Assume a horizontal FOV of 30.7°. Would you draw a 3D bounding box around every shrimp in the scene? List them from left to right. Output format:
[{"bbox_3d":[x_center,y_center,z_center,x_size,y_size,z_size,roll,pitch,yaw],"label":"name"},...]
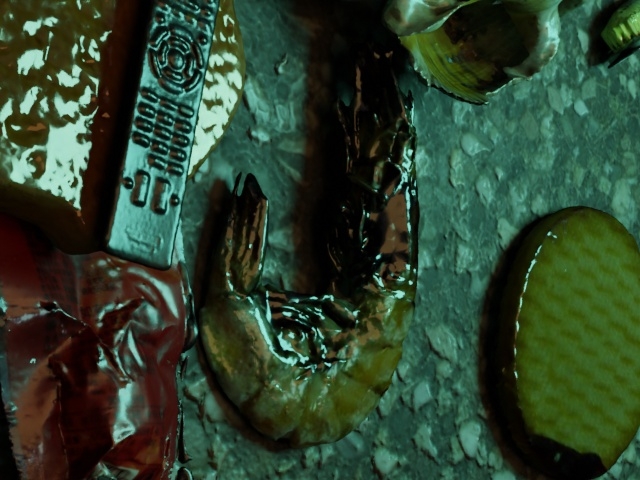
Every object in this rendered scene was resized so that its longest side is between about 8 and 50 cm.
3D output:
[{"bbox_3d":[0.000,0.000,1.020,0.233,0.071,0.365,4,92,-40],"label":"shrimp"}]

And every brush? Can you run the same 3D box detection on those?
[{"bbox_3d":[0.425,-0.289,1.465,0.297,0.068,0.060,-33,91,-45],"label":"brush"}]

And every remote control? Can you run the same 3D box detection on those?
[{"bbox_3d":[-0.113,-0.101,0.830,0.063,0.025,0.245,25,68,-46],"label":"remote control"}]

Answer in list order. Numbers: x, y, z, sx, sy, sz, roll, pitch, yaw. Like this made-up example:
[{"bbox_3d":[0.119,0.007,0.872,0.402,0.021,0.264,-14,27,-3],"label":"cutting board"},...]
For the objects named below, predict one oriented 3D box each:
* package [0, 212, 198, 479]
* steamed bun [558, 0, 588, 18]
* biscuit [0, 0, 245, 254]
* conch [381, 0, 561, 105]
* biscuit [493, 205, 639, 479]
[{"bbox_3d":[-0.158,0.088,0.853,0.194,0.071,0.269,4,83,-58],"label":"package"},{"bbox_3d":[0.264,-0.346,1.240,0.155,0.172,0.141,46,46,-14],"label":"steamed bun"},{"bbox_3d":[-0.193,-0.216,0.808,0.350,0.078,0.455,-16,99,-46],"label":"biscuit"},{"bbox_3d":[0.144,-0.220,1.095,0.245,0.163,0.178,-33,96,-39],"label":"conch"},{"bbox_3d":[0.296,0.116,1.335,0.318,0.040,0.318,-1,91,-46],"label":"biscuit"}]
